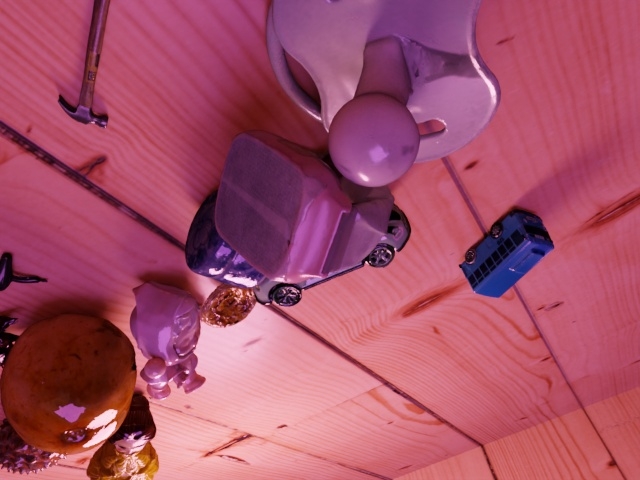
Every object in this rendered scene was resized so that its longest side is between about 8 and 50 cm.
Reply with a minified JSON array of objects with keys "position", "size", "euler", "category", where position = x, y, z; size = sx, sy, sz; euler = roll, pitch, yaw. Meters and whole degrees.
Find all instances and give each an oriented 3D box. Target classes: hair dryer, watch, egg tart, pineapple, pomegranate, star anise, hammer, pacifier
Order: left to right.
[{"position":[-0.667,0.214,0.899],"size":[0.213,0.053,0.157],"euler":[-14,137,-3],"category":"star anise"},{"position":[-0.528,0.058,0.798],"size":[0.083,0.031,0.079],"euler":[9,125,-42],"category":"hair dryer"},{"position":[-0.736,0.507,1.129],"size":[0.175,0.175,0.361],"euler":[25,134,-35],"category":"pineapple"},{"position":[-0.481,0.267,0.872],"size":[0.261,0.260,0.260],"euler":[-8,137,-7],"category":"pomegranate"},{"position":[-0.288,-0.225,0.563],"size":[0.062,0.017,0.182],"euler":[11,130,-26],"category":"hammer"},{"position":[-0.187,0.119,0.918],"size":[0.129,0.049,0.128],"euler":[-26,137,-27],"category":"egg tart"},{"position":[-0.008,-0.056,0.635],"size":[0.241,0.253,0.161],"euler":[-3,122,-46],"category":"watch"},{"position":[0.061,-0.177,0.536],"size":[0.288,0.269,0.343],"euler":[-6,140,28],"category":"pacifier"}]

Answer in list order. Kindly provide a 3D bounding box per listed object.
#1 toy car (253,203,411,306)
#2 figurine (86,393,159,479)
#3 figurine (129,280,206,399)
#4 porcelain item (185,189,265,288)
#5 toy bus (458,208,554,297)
[{"position":[0.000,0.000,0.795],"size":[0.306,0.136,0.125],"euler":[-24,128,11],"category":"toy car"},{"position":[-0.519,0.557,1.217],"size":[0.188,0.168,0.315],"euler":[26,131,-2],"category":"figurine"},{"position":[-0.304,0.205,0.903],"size":[0.133,0.200,0.275],"euler":[12,120,11],"category":"figurine"},{"position":[-0.146,-0.004,0.739],"size":[0.114,0.147,0.147],"euler":[25,125,-34],"category":"porcelain item"},{"position":[0.394,0.032,0.955],"size":[0.090,0.106,0.184],"euler":[13,131,-24],"category":"toy bus"}]
